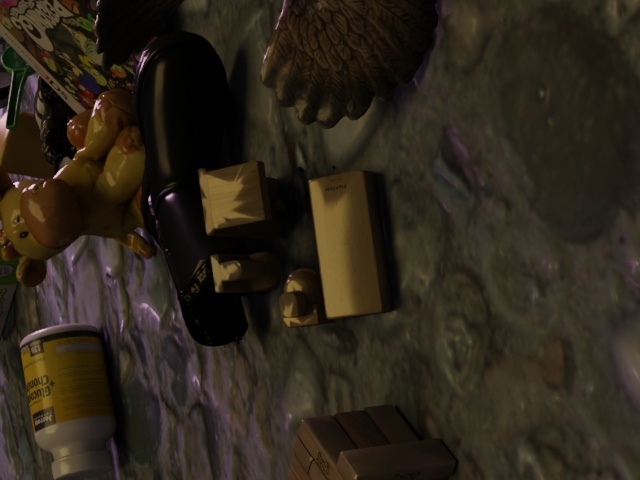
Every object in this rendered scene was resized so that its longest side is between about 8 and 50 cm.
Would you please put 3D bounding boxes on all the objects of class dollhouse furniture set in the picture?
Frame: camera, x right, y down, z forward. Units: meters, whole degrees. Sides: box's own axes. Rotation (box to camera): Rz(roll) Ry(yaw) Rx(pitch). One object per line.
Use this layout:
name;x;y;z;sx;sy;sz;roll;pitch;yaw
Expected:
dollhouse furniture set;0.000;0.000;1.102;0.151;0.123;0.144;-10;84;26

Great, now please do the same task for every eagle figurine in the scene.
eagle figurine;-0.022;-0.250;0.928;0.225;0.226;0.298;57;-142;-74

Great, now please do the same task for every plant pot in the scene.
plant pot;-0.408;-0.135;1.772;0.081;0.081;0.083;24;103;58

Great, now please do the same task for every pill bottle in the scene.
pill bottle;-0.313;0.204;1.618;0.103;0.103;0.184;-40;59;56

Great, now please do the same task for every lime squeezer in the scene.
lime squeezer;-0.423;-0.293;1.760;0.059;0.110;0.310;-7;83;18

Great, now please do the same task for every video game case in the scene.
video game case;-0.270;-0.225;1.418;0.210;0.042;0.232;46;154;-15

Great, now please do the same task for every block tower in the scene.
block tower;0.011;0.285;1.056;0.097;0.091;0.335;50;135;46

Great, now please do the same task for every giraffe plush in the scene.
giraffe plush;-0.271;-0.045;1.398;0.181;0.170;0.210;57;146;14

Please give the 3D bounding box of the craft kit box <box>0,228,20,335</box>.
craft kit box;-0.593;0.081;1.963;0.061;0.247;0.250;64;145;28

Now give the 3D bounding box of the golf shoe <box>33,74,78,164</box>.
golf shoe;-0.330;-0.195;1.621;0.094;0.077;0.198;55;138;44

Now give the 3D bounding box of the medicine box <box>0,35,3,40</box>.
medicine box;-0.437;-0.402;1.558;0.289;0.149;0.263;43;154;-15

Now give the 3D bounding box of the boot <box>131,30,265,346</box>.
boot;-0.109;-0.045;1.218;0.207;0.094;0.246;-122;32;-46

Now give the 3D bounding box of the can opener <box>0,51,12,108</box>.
can opener;-0.531;-0.334;1.967;0.093;0.074;0.280;-48;53;54
